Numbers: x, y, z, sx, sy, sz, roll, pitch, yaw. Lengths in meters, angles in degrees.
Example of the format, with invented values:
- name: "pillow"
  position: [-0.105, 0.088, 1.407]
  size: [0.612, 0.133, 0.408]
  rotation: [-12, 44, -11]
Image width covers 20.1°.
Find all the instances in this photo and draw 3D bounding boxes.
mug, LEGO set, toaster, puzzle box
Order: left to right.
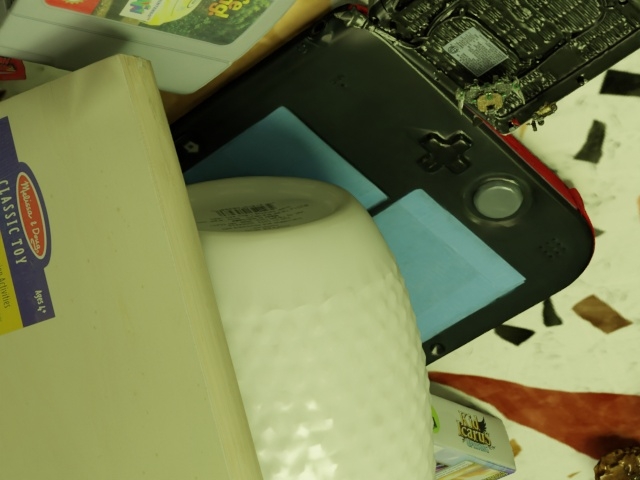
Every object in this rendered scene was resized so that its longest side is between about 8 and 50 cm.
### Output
- name: "puzzle box"
  position: [-0.192, 0.098, 1.310]
  size: [0.272, 0.409, 0.052]
  rotation: [-18, 171, 24]
- name: "mug"
  position: [-0.096, 0.130, 1.421]
  size: [0.374, 0.276, 0.328]
  rotation: [-3, 107, -5]
- name: "LEGO set"
  position: [0.129, -0.102, 1.299]
  size: [0.054, 0.023, 0.083]
  rotation: [-30, 143, 31]
- name: "toaster"
  position: [0.132, -0.188, 1.299]
  size: [0.168, 0.110, 0.186]
  rotation: [-34, 128, 30]

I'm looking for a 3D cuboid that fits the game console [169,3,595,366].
- name: "game console"
  position: [0.000, 0.000, 1.536]
  size: [0.386, 0.060, 0.342]
  rotation: [-32, 129, 29]

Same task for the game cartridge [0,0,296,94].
- name: "game cartridge"
  position: [-0.099, -0.211, 1.277]
  size: [0.196, 0.060, 0.294]
  rotation: [6, 145, -32]

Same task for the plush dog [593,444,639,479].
- name: "plush dog"
  position: [0.393, 0.267, 1.773]
  size: [0.225, 0.210, 0.262]
  rotation: [-20, 107, 38]

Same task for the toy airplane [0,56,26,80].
- name: "toy airplane"
  position: [-0.299, -0.159, 1.379]
  size: [0.151, 0.028, 0.151]
  rotation: [11, 143, 9]

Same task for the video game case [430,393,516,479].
- name: "video game case"
  position: [0.011, 0.222, 1.716]
  size: [0.269, 0.061, 0.244]
  rotation: [-27, 151, 25]
